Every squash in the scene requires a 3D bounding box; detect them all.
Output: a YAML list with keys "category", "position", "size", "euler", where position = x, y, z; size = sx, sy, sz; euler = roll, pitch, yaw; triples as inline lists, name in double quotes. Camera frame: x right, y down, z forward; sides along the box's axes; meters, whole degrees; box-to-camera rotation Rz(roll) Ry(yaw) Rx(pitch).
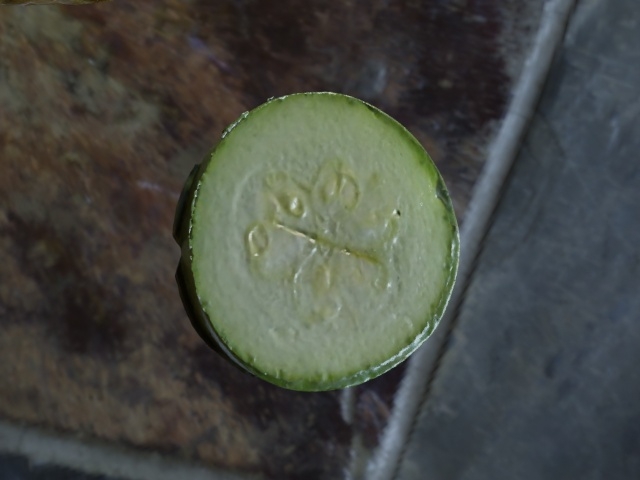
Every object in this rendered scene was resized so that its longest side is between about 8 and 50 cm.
- category: "squash"
  position: [0.002, 0.000, 1.049]
  size: [0.219, 0.041, 0.219]
  euler: [0, 90, -22]

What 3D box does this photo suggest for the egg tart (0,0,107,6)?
- category: "egg tart"
  position: [-0.140, -0.170, 0.552]
  size: [0.297, 0.297, 0.132]
  euler: [3, 80, -17]
